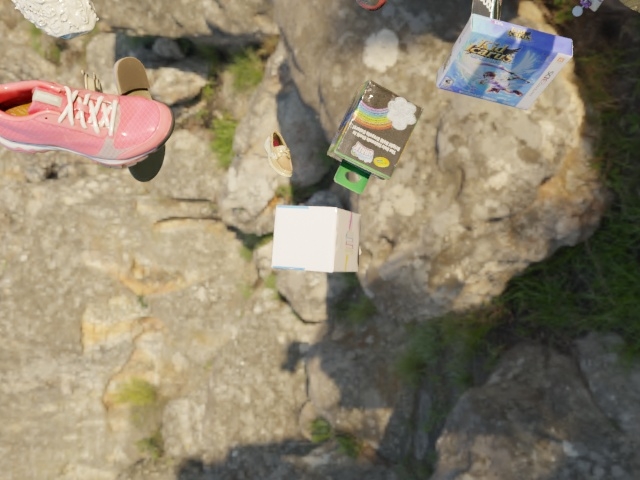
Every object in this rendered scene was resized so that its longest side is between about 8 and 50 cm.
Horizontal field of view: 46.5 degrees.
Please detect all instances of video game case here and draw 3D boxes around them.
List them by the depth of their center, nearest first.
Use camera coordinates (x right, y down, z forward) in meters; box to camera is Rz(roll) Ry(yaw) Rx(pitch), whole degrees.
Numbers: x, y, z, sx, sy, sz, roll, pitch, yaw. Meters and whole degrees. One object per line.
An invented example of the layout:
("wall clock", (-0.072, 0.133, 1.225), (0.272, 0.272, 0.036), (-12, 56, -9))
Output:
("video game case", (0.470, -0.455, 1.934), (0.244, 0.270, 0.061), (118, 162, -62))

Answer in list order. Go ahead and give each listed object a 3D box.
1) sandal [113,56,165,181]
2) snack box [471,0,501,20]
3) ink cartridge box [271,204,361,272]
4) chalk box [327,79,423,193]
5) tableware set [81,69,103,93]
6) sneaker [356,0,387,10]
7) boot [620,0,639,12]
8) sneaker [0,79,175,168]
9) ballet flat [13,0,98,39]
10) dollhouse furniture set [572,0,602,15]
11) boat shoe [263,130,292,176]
("sandal", (-0.368, -0.237, 1.474), (0.079, 0.088, 0.240), (10, 110, 57))
("snack box", (0.459, -0.718, 2.002), (0.187, 0.060, 0.321), (-9, -74, -72))
("ink cartridge box", (0.000, 0.000, 1.082), (0.143, 0.092, 0.089), (7, -94, -72))
("chalk box", (0.136, -0.279, 2.114), (0.289, 0.180, 0.179), (-63, 8, 3))
("tableware set", (-0.426, -0.241, 1.416), (0.141, 0.020, 0.168), (158, 106, -81))
("sneaker", (0.069, -0.536, 1.347), (0.135, 0.098, 0.276), (-83, -18, -50))
("boot", (0.576, -0.369, 1.173), (0.236, 0.269, 0.089), (51, 124, 20))
("sneaker", (-0.392, -0.190, 1.176), (0.136, 0.314, 0.116), (75, -162, -75))
("ballet flat", (-0.607, -0.582, 1.488), (0.409, 0.147, 0.147), (53, 163, 3))
("dollhouse furniture set", (0.269, -0.297, 0.784), (0.114, 0.091, 0.081), (45, 171, 7))
("boat shoe", (-0.095, -0.203, 1.732), (0.045, 0.050, 0.135), (-59, 44, 35))
